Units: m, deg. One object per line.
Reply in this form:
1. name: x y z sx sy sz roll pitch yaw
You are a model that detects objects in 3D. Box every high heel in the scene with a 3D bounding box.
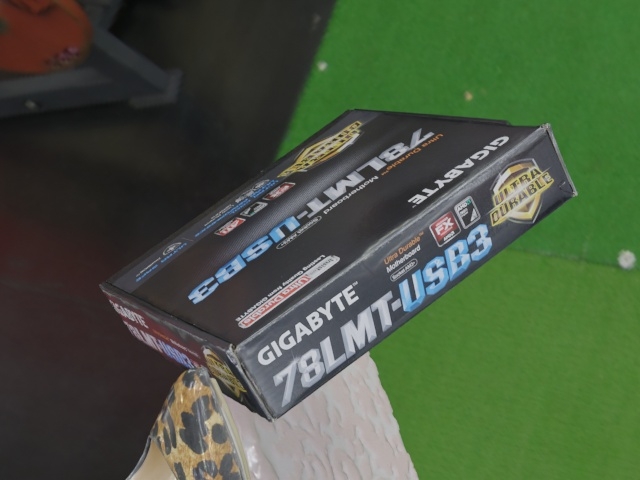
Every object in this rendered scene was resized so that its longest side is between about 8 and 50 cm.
1. high heel: -0.143 0.199 0.796 0.186 0.261 0.093 -14 43 -21

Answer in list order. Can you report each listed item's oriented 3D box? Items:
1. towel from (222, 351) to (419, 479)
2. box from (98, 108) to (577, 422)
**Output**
1. towel: 0.006 0.242 1.162 0.053 0.317 0.332 -31 67 24
2. box: 0.000 0.000 0.933 0.295 0.073 0.293 -36 20 -18
